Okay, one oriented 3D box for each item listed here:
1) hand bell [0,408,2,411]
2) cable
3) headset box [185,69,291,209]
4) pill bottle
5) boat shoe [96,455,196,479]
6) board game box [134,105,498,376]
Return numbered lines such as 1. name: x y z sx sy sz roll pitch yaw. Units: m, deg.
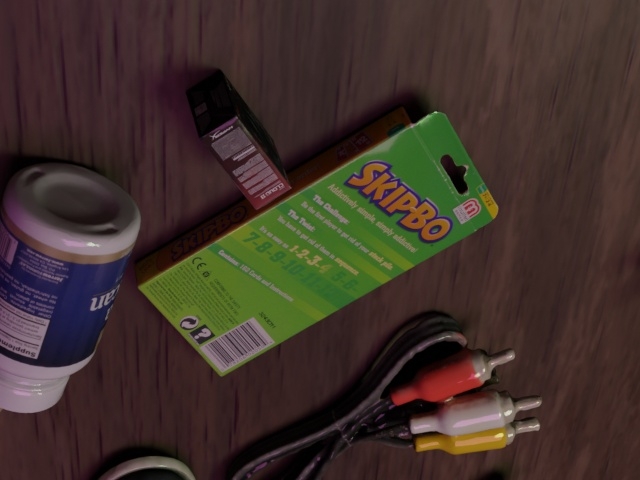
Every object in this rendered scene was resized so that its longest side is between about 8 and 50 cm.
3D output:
1. hand bell: -0.274 0.181 0.850 0.126 0.242 0.126 -8 128 -11
2. cable: 0.043 0.160 1.045 0.287 0.072 0.139 -23 125 1
3. headset box: -0.055 -0.067 0.842 0.032 0.062 0.083 -32 129 9
4. pill bottle: -0.194 0.038 0.859 0.094 0.094 0.169 10 124 -24
5. boat shoe: -0.176 0.342 1.090 0.127 0.113 0.340 10 123 -24
6. board game box: 0.000 0.000 0.930 0.259 0.039 0.124 -29 130 9
